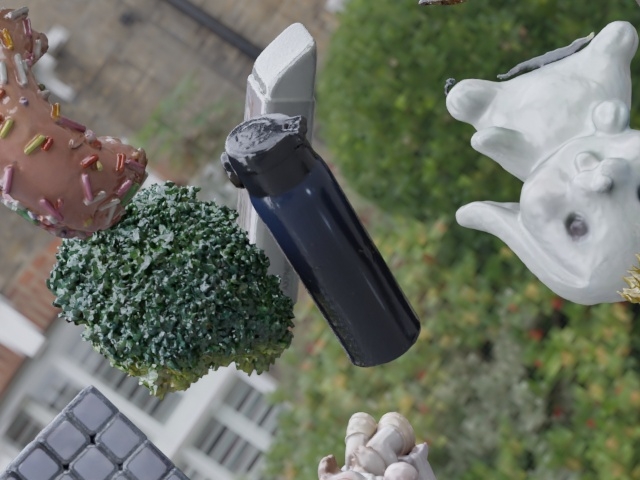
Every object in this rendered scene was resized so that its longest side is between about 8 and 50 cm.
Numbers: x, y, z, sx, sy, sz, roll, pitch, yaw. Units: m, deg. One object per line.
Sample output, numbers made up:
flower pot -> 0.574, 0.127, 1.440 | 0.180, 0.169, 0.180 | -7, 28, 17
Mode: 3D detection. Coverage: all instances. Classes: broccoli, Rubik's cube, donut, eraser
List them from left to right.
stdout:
donut -> -0.177, -0.067, 1.077 | 0.065, 0.166, 0.117 | -38, 20, 24
Rubik's cube -> -0.280, 0.340, 1.991 | 0.238, 0.237, 0.237 | -47, -1, -23
broccoli -> -0.124, 0.058, 1.490 | 0.194, 0.219, 0.194 | 19, -90, -76
eraser -> -0.051, -0.054, 1.830 | 0.089, 0.061, 0.352 | -123, 35, -61

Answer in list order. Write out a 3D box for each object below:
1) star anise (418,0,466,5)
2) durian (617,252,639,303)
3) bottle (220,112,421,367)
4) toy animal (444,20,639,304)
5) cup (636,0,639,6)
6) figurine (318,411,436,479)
star anise -> 0.189, -0.341, 2.206 | 0.157, 0.053, 0.212 | -14, -6, -8
durian -> 0.339, 0.009, 1.405 | 0.165, 0.132, 0.182 | -49, 34, -4
bottle -> 0.000, 0.000, 1.450 | 0.082, 0.244, 0.072 | -17, 34, 22
toy animal -> 0.248, -0.061, 1.693 | 0.174, 0.249, 0.289 | 60, -147, -41
cup -> 0.382, -0.413, 1.977 | 0.196, 0.280, 0.196 | -29, 2, 1
figurine -> 0.030, 0.309, 1.929 | 0.256, 0.182, 0.145 | -39, -55, -56
